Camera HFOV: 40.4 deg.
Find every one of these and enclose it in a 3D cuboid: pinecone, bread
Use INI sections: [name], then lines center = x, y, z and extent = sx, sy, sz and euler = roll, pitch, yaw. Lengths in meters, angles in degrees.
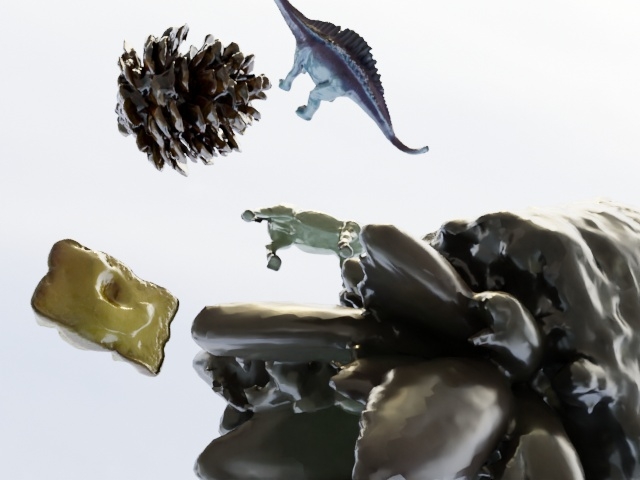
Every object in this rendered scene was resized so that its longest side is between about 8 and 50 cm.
[pinecone]
center = -0.136, -0.149, 0.918
extent = 0.173, 0.173, 0.173
euler = 3, -128, -4
[bread]
center = -0.337, 0.107, 1.349
extent = 0.233, 0.088, 0.161
euler = 38, -144, -27

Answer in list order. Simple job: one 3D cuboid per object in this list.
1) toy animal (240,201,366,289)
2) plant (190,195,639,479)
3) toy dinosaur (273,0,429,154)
[toy animal]
center = 0.003, -0.005, 1.129
extent = 0.217, 0.073, 0.176
euler = 19, -163, -3
[plant]
center = 0.079, 0.085, 0.456
extent = 0.321, 0.181, 0.194
euler = -15, -99, -40
[toy dinosaur]
center = 0.008, -0.132, 0.685
extent = 0.197, 0.080, 0.045
euler = 47, -124, 3
